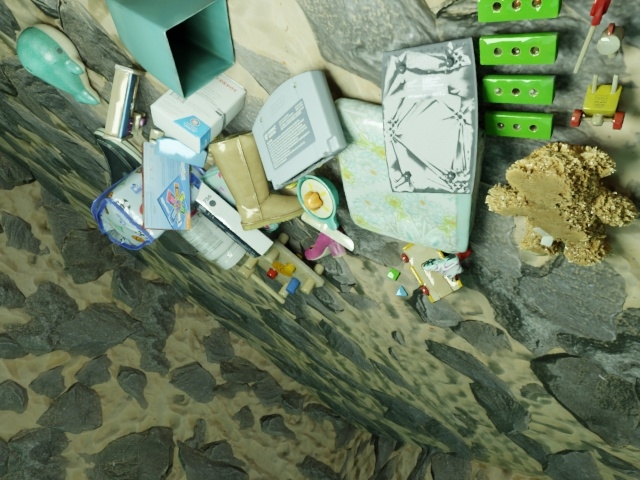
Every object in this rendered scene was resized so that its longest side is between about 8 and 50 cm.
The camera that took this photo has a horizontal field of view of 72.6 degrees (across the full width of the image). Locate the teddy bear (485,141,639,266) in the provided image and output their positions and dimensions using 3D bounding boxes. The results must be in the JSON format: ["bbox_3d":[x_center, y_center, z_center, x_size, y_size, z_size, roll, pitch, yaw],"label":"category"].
[{"bbox_3d":[0.454,-0.065,0.824,0.338,0.113,0.245,41,159,-29],"label":"teddy bear"}]

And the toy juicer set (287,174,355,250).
[{"bbox_3d":[-0.033,-0.118,1.159,0.209,0.090,0.328,16,131,41],"label":"toy juicer set"}]

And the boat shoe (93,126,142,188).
[{"bbox_3d":[-0.768,-0.232,1.771,0.187,0.156,0.499,22,148,26],"label":"boat shoe"}]

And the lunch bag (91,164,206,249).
[{"bbox_3d":[-0.616,-0.142,1.564,0.239,0.327,0.386,49,150,-16],"label":"lunch bag"}]

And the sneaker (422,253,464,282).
[{"bbox_3d":[0.309,0.077,1.087,0.098,0.038,0.069,-17,113,44],"label":"sneaker"}]

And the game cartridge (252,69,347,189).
[{"bbox_3d":[-0.060,-0.252,1.004,0.297,0.062,0.197,-19,84,56],"label":"game cartridge"}]

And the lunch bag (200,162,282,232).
[{"bbox_3d":[-0.244,-0.139,1.410,0.224,0.107,0.279,-6,132,50],"label":"lunch bag"}]

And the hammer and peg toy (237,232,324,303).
[{"bbox_3d":[-0.161,0.113,1.697,0.266,0.127,0.361,42,151,-18],"label":"hammer and peg toy"}]

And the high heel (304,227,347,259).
[{"bbox_3d":[0.000,0.000,1.431,0.244,0.082,0.117,-5,105,67],"label":"high heel"}]

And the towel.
[{"bbox_3d":[0.193,-0.130,0.990,0.321,0.090,0.374,19,148,25],"label":"towel"}]

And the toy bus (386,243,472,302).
[{"bbox_3d":[0.292,0.068,1.168,0.191,0.201,0.104,15,177,19],"label":"toy bus"}]

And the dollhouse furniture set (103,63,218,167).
[{"bbox_3d":[-0.437,-0.367,1.297,0.304,0.197,0.286,15,-164,-14],"label":"dollhouse furniture set"}]

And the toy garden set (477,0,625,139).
[{"bbox_3d":[0.353,-0.267,0.658,0.204,0.049,0.244,15,146,34],"label":"toy garden set"}]

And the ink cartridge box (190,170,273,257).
[{"bbox_3d":[-0.306,-0.073,1.396,0.333,0.065,0.165,42,165,-9],"label":"ink cartridge box"}]

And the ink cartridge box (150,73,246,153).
[{"bbox_3d":[-0.299,-0.332,1.083,0.140,0.190,0.082,35,153,0],"label":"ink cartridge box"}]

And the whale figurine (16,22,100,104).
[{"bbox_3d":[-0.829,-0.533,1.379,0.217,0.141,0.271,16,147,29],"label":"whale figurine"}]

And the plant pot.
[{"bbox_3d":[-0.342,-0.466,0.960,0.234,0.165,0.165,33,152,17],"label":"plant pot"}]

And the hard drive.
[{"bbox_3d":[0.198,-0.212,0.779,0.172,0.054,0.254,5,111,34],"label":"hard drive"}]

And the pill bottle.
[{"bbox_3d":[-0.437,-0.023,1.736,0.283,0.160,0.160,46,149,-22],"label":"pill bottle"}]

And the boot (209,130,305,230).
[{"bbox_3d":[-0.161,-0.180,1.246,0.089,0.237,0.269,-135,28,-64],"label":"boot"}]

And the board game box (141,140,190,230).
[{"bbox_3d":[-0.495,-0.172,1.400,0.145,0.280,0.027,2,170,-32],"label":"board game box"}]
